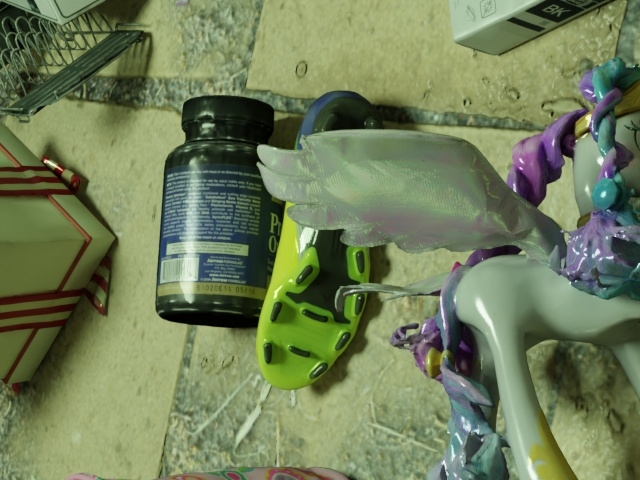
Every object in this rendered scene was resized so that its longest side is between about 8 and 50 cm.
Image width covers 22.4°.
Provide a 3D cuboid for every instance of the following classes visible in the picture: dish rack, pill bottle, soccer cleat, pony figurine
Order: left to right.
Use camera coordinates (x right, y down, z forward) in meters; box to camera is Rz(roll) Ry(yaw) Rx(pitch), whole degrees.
[{"bbox_3d":[-0.344,-0.217,1.886,0.272,0.074,0.208,9,44,49],"label":"dish rack"},{"bbox_3d":[-0.098,-0.028,1.606,0.123,0.123,0.219,-8,75,47],"label":"pill bottle"},{"bbox_3d":[0.001,0.000,1.535,0.121,0.093,0.289,-133,55,-77],"label":"soccer cleat"},{"bbox_3d":[0.153,0.042,1.234,0.351,0.303,0.363,-10,66,13],"label":"pony figurine"}]

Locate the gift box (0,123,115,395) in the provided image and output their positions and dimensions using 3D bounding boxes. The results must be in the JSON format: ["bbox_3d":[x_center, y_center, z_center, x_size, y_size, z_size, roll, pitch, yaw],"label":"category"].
[{"bbox_3d":[-0.404,0.037,1.846,0.276,0.258,0.255,48,116,21],"label":"gift box"}]

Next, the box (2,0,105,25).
[{"bbox_3d":[-0.355,-0.364,1.900,0.290,0.087,0.169,28,147,55],"label":"box"}]

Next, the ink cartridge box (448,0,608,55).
[{"bbox_3d":[0.238,-0.289,1.335,0.333,0.065,0.165,-22,65,45],"label":"ink cartridge box"}]

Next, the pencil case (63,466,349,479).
[{"bbox_3d":[-0.097,0.260,1.412,0.124,0.284,0.124,-7,80,49],"label":"pencil case"}]
